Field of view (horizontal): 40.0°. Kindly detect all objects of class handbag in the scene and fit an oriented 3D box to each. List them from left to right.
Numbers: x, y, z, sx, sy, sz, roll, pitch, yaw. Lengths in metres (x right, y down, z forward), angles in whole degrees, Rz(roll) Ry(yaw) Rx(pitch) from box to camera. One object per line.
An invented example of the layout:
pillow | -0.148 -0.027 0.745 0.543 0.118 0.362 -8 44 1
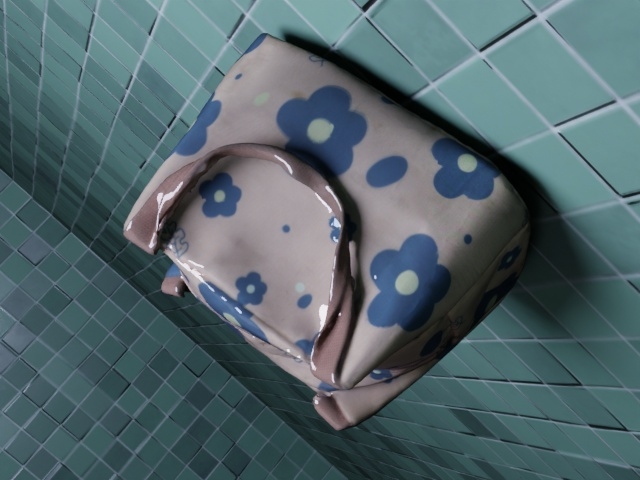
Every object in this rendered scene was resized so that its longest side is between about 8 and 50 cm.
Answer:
handbag | 0.000 0.000 0.642 0.252 0.193 0.190 36 166 18
